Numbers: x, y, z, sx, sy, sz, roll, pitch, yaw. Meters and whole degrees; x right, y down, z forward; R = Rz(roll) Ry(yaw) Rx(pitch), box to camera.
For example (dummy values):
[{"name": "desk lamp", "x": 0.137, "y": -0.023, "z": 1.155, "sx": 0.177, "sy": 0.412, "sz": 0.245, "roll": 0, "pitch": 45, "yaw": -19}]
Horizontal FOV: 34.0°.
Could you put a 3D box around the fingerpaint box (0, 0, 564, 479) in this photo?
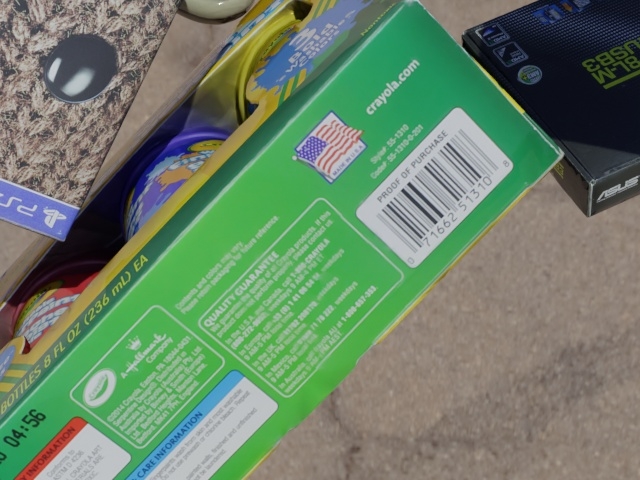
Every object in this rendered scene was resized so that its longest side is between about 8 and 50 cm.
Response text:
[{"name": "fingerpaint box", "x": -0.086, "y": 0.000, "z": 0.828, "sx": 0.445, "sy": 0.163, "sz": 0.371, "roll": -46, "pitch": 21, "yaw": 5}]

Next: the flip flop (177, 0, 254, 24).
[{"name": "flip flop", "x": -0.182, "y": -0.299, "z": 0.986, "sx": 0.277, "sy": 0.080, "sz": 0.112, "roll": 31, "pitch": 66, "yaw": 4}]

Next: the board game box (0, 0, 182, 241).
[{"name": "board game box", "x": -0.231, "y": -0.185, "z": 0.711, "sx": 0.232, "sy": 0.291, "sz": 0.141, "roll": 22, "pitch": 10, "yaw": -33}]

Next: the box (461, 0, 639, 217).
[{"name": "box", "x": 0.230, "y": -0.124, "z": 0.780, "sx": 0.190, "sy": 0.045, "sz": 0.184, "roll": -23, "pitch": 49, "yaw": -8}]
